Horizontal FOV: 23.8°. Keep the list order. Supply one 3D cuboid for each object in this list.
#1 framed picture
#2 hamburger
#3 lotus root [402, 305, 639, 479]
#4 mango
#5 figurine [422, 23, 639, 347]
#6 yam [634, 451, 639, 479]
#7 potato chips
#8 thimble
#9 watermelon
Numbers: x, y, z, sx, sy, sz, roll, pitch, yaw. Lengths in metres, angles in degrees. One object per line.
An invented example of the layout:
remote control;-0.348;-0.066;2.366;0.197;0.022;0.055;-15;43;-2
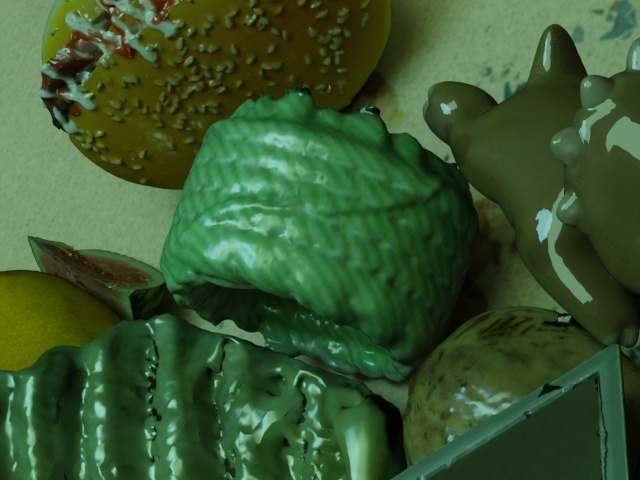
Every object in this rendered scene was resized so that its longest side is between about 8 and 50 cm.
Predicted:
framed picture;0.078;0.192;0.777;0.216;0.016;0.273;-37;24;30
hamburger;-0.086;-0.162;1.224;0.295;0.227;0.151;-39;26;18
lotus root;0.141;0.123;0.932;0.257;0.140;0.154;24;91;42
mango;-0.256;0.115;1.257;0.359;0.144;0.187;-5;64;44
figurine;0.198;-0.058;0.937;0.173;0.177;0.247;-64;27;30
yam;0.281;0.131;0.737;0.161;0.268;0.161;-169;90;-85
potato chips;-0.127;0.240;1.039;0.373;0.097;0.389;11;81;10
thimble;0.000;0.000;1.073;0.219;0.219;0.150;6;69;42
watermelon;-0.174;0.037;1.295;0.069;0.087;0.163;-37;39;-26
